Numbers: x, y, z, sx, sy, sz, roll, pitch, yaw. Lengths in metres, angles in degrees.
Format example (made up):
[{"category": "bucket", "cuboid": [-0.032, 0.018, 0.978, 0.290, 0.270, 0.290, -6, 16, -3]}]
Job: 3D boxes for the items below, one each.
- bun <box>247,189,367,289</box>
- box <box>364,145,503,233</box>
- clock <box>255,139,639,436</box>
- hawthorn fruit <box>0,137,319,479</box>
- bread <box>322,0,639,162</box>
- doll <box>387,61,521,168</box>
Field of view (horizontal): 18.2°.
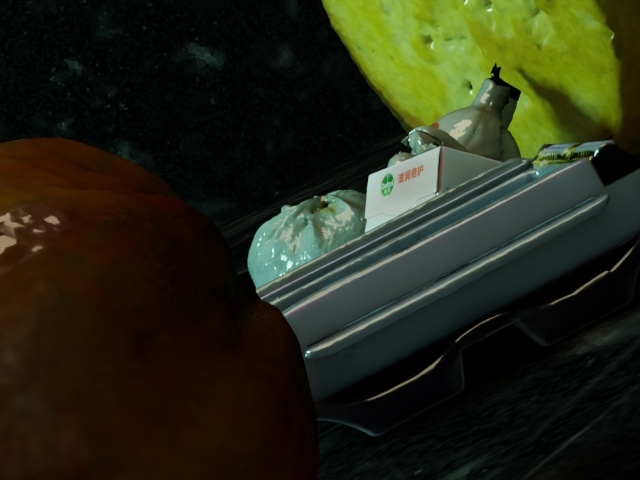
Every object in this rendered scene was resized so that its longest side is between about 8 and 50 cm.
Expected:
[{"category": "bun", "cuboid": [0.000, 0.000, 1.758, 0.140, 0.083, 0.141, -24, 4, 2]}, {"category": "box", "cuboid": [0.103, -0.019, 1.288, 0.125, 0.043, 0.089, 13, -17, -30]}, {"category": "clock", "cuboid": [0.065, 0.030, 1.125, 0.253, 0.083, 0.186, -27, 5, -5]}, {"category": "hawthorn fruit", "cuboid": [-0.124, 0.097, 0.769, 0.261, 0.224, 0.224, -43, 7, -5]}, {"category": "bread", "cuboid": [0.169, -0.214, 1.554, 0.215, 0.398, 0.398, -38, 10, -28]}, {"category": "doll", "cuboid": [0.097, -0.030, 1.425, 0.095, 0.149, 0.192, 12, 26, 10]}]
